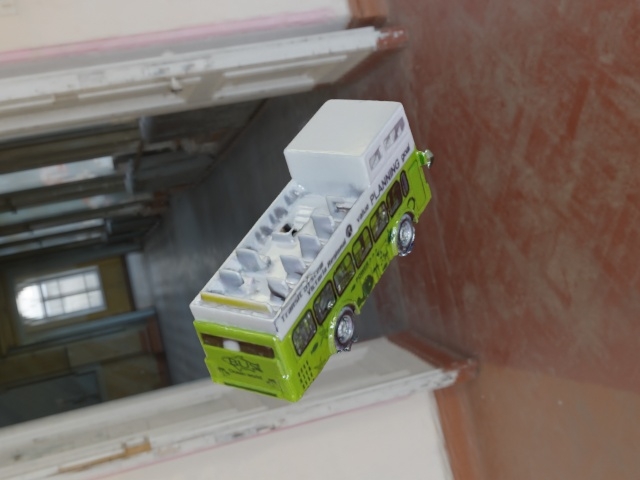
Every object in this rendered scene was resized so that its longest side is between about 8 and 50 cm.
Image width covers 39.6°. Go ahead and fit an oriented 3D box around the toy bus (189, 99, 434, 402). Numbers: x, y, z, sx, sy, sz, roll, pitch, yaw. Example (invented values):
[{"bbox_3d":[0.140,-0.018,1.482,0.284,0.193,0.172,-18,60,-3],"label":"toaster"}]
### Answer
[{"bbox_3d":[0.000,0.000,0.829,0.113,0.302,0.139,7,133,30],"label":"toy bus"}]
